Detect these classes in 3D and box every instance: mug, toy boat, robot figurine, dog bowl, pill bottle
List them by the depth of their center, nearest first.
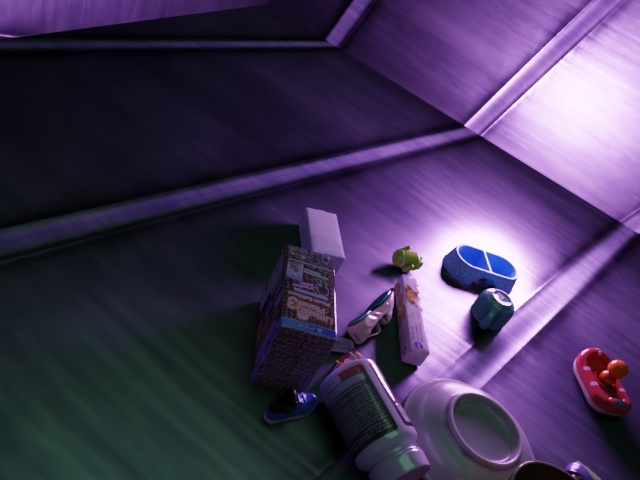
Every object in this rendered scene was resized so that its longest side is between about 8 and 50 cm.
[{"bbox_3d":[0.126,0.438,1.330,0.161,0.161,0.283,-2,46,-34],"label":"pill bottle"},{"bbox_3d":[0.938,0.444,1.834,0.151,0.151,0.231,15,38,-17],"label":"toy boat"},{"bbox_3d":[0.599,0.237,1.922,0.129,0.097,0.157,16,37,-14],"label":"mug"},{"bbox_3d":[0.301,0.068,1.969,0.115,0.067,0.101,14,50,-17],"label":"robot figurine"},{"bbox_3d":[0.609,0.102,2.114,0.297,0.074,0.166,17,37,-12],"label":"dog bowl"}]

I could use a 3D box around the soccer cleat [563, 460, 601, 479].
[{"bbox_3d":[0.760,0.700,1.464,0.289,0.093,0.121,46,34,23],"label":"soccer cleat"}]

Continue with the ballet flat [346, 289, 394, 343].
[{"bbox_3d":[0.163,0.233,1.687,0.086,0.086,0.248,39,39,17],"label":"ballet flat"}]

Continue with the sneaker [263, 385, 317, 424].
[{"bbox_3d":[-0.059,0.384,1.344,0.152,0.084,0.058,-5,47,-36],"label":"sneaker"}]

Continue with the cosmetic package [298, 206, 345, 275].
[{"bbox_3d":[0.000,0.000,1.854,0.117,0.085,0.231,14,36,-18],"label":"cosmetic package"}]

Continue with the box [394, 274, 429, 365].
[{"bbox_3d":[0.280,0.239,1.749,0.063,0.067,0.324,17,38,-11],"label":"box"}]

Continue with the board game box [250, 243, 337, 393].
[{"bbox_3d":[-0.068,0.198,1.442,0.141,0.232,0.291,17,38,-14],"label":"board game box"}]

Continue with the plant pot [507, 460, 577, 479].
[{"bbox_3d":[0.439,0.643,1.195,0.237,0.254,0.237,17,37,-13],"label":"plant pot"}]

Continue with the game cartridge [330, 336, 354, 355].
[{"bbox_3d":[0.055,0.296,1.582,0.083,0.017,0.056,13,42,-18],"label":"game cartridge"}]

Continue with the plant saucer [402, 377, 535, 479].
[{"bbox_3d":[0.407,0.511,1.468,0.400,0.100,0.400,17,37,-13],"label":"plant saucer"}]

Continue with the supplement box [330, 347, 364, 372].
[{"bbox_3d":[0.076,0.338,1.520,0.055,0.043,0.083,40,38,20],"label":"supplement box"}]
